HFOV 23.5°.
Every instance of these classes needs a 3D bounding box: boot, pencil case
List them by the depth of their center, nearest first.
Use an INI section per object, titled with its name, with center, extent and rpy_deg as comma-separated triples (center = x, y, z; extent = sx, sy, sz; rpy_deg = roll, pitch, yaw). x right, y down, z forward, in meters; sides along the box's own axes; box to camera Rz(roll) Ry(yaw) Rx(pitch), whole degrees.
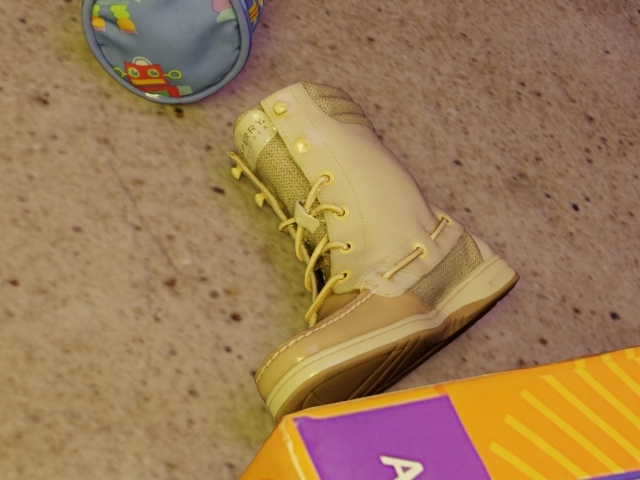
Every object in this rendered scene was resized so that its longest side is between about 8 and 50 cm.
[boot]
center = 0.000, 0.000, 1.009
extent = 0.203, 0.095, 0.262
rpy_deg = 51, 38, 10
[pencil case]
center = -0.091, -0.238, 1.133
extent = 0.133, 0.119, 0.306
rpy_deg = 54, 29, -34

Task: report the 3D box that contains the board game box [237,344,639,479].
[board game box]
center = 0.135, 0.270, 0.514
extent = 0.356, 0.356, 0.356
rpy_deg = -6, 57, -34
